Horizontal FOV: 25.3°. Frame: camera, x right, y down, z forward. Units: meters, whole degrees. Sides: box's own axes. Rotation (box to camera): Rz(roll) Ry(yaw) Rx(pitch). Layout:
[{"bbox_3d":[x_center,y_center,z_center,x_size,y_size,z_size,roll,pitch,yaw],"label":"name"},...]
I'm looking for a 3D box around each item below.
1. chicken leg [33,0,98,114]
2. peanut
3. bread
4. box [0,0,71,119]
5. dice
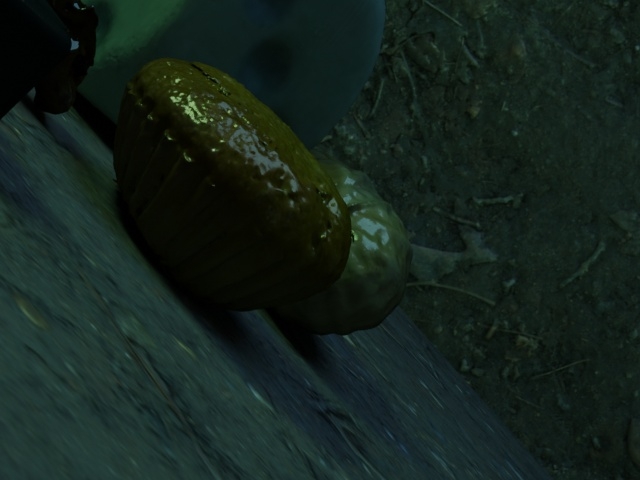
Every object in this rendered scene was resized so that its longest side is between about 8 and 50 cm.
[{"bbox_3d":[-0.282,-0.274,1.046,0.295,0.182,0.409,-44,124,-53],"label":"chicken leg"},{"bbox_3d":[0.002,0.006,1.464,0.174,0.158,0.340,52,-2,-5],"label":"peanut"},{"bbox_3d":[-0.076,-0.041,1.124,0.240,0.139,0.240,48,4,-4],"label":"bread"},{"bbox_3d":[-0.247,-0.168,0.885,0.144,0.090,0.201,45,4,-46],"label":"box"},{"bbox_3d":[-0.118,-0.231,1.418,0.264,0.268,0.262,46,7,39],"label":"dice"}]
